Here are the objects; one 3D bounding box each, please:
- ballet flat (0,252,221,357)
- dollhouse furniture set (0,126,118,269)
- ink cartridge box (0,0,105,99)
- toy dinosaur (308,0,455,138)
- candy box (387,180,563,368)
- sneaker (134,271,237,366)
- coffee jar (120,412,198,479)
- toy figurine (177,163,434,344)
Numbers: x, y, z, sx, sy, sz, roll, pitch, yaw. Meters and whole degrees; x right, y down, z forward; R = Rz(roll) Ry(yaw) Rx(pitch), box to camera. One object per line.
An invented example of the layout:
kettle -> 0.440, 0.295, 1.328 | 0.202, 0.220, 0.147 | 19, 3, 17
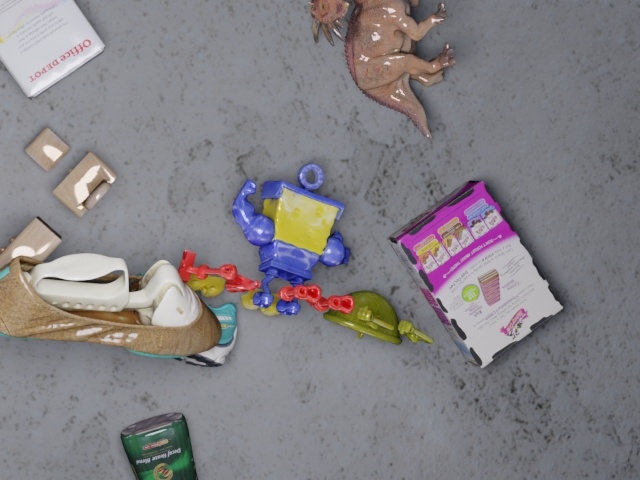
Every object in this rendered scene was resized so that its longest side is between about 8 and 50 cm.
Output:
ballet flat -> -0.257, 0.073, 1.507 | 0.342, 0.116, 0.124 | 11, 130, -31
dollhouse furniture set -> -0.498, -0.093, 1.551 | 0.355, 0.174, 0.303 | 44, 84, -11
ink cartridge box -> -0.395, -0.297, 1.609 | 0.127, 0.072, 0.175 | -35, 99, -8
toy dinosaur -> 0.076, -0.284, 1.687 | 0.200, 0.127, 0.296 | -14, 108, -3
candy box -> 0.230, 0.049, 1.759 | 0.159, 0.071, 0.233 | -34, 99, -8
sneaker -> -0.247, 0.089, 1.667 | 0.275, 0.107, 0.110 | 24, 69, -17
coffee jar -> -0.216, 0.345, 1.683 | 0.096, 0.079, 0.184 | -17, 97, -10
toy figurine -> 0.000, 0.000, 1.649 | 0.362, 0.191, 0.217 | 19, 75, -24
